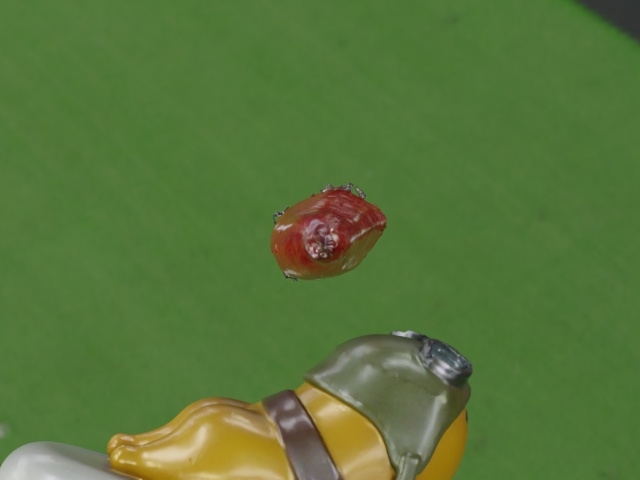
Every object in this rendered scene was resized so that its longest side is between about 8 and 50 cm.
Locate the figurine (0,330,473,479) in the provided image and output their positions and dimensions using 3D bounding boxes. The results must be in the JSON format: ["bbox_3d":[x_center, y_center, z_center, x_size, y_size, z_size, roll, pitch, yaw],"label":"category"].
[{"bbox_3d":[-0.020,0.097,0.926,0.250,0.141,0.166,19,-1,-10],"label":"figurine"}]

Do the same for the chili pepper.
[{"bbox_3d":[0.005,0.000,1.315,0.088,0.065,0.169,-28,3,3],"label":"chili pepper"}]
